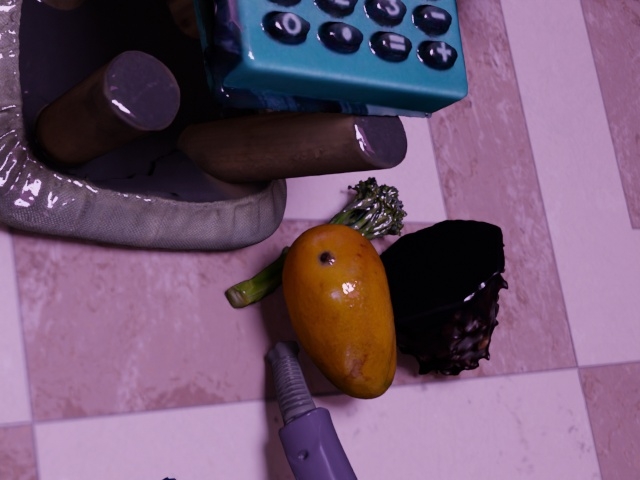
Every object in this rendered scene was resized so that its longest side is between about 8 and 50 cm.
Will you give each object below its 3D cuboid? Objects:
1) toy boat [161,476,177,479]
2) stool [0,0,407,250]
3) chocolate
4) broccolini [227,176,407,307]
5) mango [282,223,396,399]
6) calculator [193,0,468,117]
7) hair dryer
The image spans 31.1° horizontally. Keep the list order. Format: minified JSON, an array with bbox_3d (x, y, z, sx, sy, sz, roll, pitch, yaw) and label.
[{"bbox_3d":[-0.050,0.315,0.894,0.292,0.070,0.210,34,42,-34],"label":"toy boat"},{"bbox_3d":[-0.107,-0.165,0.924,0.310,0.226,0.310,5,73,-41],"label":"stool"},{"bbox_3d":[0.126,0.072,1.110,0.133,0.156,0.156,59,45,-31],"label":"chocolate"},{"bbox_3d":[0.002,0.002,1.068,0.216,0.058,0.067,-30,98,-42],"label":"broccolini"},{"bbox_3d":[0.020,0.066,1.001,0.115,0.089,0.164,-52,130,-79],"label":"mango"},{"bbox_3d":[0.002,-0.225,0.849,0.248,0.058,0.274,2,75,-40],"label":"calculator"},{"bbox_3d":[0.053,0.243,0.977,0.361,0.121,0.301,63,19,16],"label":"hair dryer"}]
